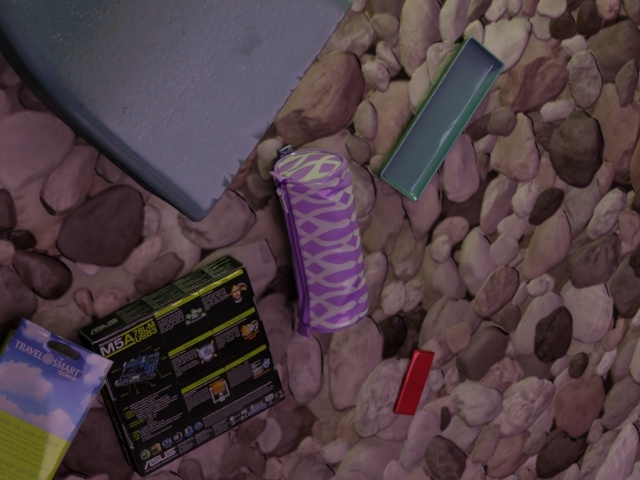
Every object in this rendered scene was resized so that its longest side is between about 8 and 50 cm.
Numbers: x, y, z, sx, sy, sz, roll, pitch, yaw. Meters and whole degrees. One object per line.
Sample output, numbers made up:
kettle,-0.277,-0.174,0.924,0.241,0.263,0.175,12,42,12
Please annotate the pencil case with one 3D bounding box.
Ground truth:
pencil case,0.000,0.000,1.690,0.088,0.086,0.206,-32,123,-34

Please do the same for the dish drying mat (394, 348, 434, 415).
dish drying mat,0.113,0.172,1.881,0.032,0.008,0.083,10,104,-35

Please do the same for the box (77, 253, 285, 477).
box,-0.146,0.136,1.677,0.191,0.045,0.184,-28,119,-20

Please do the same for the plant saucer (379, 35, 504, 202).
plant saucer,0.136,-0.139,1.769,0.067,0.018,0.192,34,87,-37

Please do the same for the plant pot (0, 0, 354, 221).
plant pot,-0.166,-0.201,1.417,0.252,0.248,0.247,36,87,-21

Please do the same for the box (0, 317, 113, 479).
box,-0.298,0.175,1.573,0.109,0.042,0.178,28,93,-16
